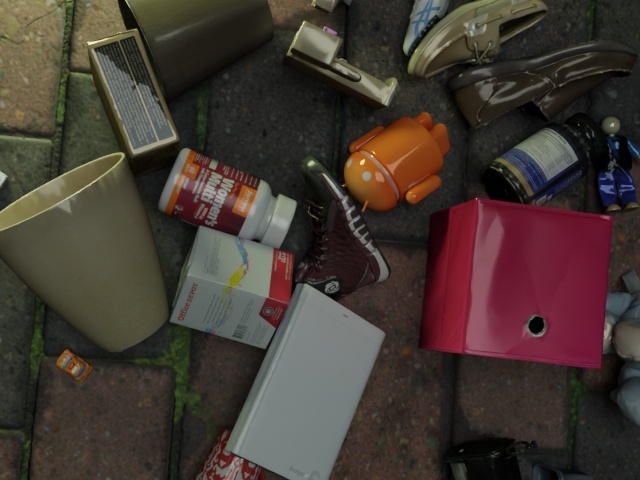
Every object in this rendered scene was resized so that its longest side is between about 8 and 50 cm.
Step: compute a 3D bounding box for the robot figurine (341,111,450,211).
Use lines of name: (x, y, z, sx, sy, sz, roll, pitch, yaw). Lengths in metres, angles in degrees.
robot figurine: (0.135, -0.138, 1.591, 0.219, 0.128, 0.158, -38, 94, -11)

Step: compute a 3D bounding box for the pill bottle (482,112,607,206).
pill bottle: (0.425, -0.145, 1.651, 0.219, 0.123, 0.123, -33, 92, -12)

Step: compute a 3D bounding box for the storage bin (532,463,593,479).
storage bin: (0.457, 0.486, 1.630, 0.091, 0.098, 0.135, 3, 85, -21)

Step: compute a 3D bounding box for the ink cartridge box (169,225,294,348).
ink cartridge box: (-0.151, 0.079, 1.493, 0.176, 0.128, 0.127, 18, 42, -13)

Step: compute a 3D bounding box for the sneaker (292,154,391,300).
sneaker: (0.000, 0.000, 1.536, 0.162, 0.106, 0.281, -33, 118, -2)

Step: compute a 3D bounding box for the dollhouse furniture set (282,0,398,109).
dollhouse furniture set: (0.092, -0.412, 1.523, 0.198, 0.286, 0.304, 25, 93, -8)

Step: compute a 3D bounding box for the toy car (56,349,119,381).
toy car: (-0.393, 0.193, 1.509, 0.122, 0.040, 0.060, -37, 93, -11)

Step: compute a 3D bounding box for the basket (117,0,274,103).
basket: (-0.210, -0.374, 1.536, 0.226, 0.154, 0.205, -25, 93, -15)

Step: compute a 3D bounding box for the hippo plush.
hippo plush: (0.578, 0.216, 1.633, 0.234, 0.294, 0.237, 1, 112, 14)

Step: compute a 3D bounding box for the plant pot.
plant pot: (-0.367, 0.036, 1.442, 0.256, 0.256, 0.274, -32, 110, -11)

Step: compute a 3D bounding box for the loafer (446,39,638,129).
loafer: (0.425, -0.289, 1.669, 0.365, 0.134, 0.130, -12, 92, -2)

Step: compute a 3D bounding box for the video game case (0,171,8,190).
video game case: (-0.707, -0.104, 1.480, 0.285, 0.025, 0.204, 34, 81, -6)

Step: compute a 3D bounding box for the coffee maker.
coffee maker: (0.318, 0.453, 1.562, 0.120, 0.171, 0.178, -18, 91, -28)

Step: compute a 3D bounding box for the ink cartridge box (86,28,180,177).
ink cartridge box: (-0.309, -0.219, 1.458, 0.088, 0.234, 0.193, -21, 91, -12)

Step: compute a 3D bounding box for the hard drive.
hard drive: (-0.019, 0.257, 1.522, 0.203, 0.040, 0.308, 33, 70, -29)

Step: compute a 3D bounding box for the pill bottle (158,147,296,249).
pill bottle: (-0.161, -0.066, 1.532, 0.221, 0.121, 0.121, 23, 82, -8)

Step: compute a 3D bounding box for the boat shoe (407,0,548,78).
boat shoe: (0.297, -0.384, 1.644, 0.302, 0.109, 0.098, -35, 74, -17)

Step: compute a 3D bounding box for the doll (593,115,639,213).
doll: (0.580, -0.150, 1.720, 0.129, 0.046, 0.189, -6, 81, -2)

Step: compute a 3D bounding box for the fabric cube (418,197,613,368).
fabric cube: (0.337, 0.080, 1.548, 0.254, 0.259, 0.258, 8, 84, -9)

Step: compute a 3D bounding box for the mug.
mug: (-0.160, 0.425, 1.520, 0.113, 0.150, 0.169, 19, 75, 28)

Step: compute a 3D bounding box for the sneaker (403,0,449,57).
sneaker: (0.204, -0.456, 1.661, 0.086, 0.085, 0.237, 22, 85, 18)
